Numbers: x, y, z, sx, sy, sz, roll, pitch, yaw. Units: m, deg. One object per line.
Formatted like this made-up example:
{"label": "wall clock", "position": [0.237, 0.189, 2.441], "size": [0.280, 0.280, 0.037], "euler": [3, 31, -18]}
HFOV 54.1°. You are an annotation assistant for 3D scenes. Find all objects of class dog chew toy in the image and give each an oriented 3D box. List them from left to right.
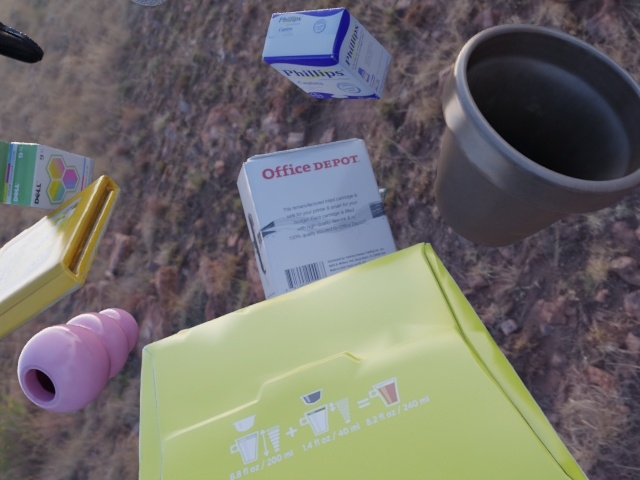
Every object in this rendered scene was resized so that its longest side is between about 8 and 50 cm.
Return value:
{"label": "dog chew toy", "position": [-0.573, 0.273, 1.545], "size": [0.207, 0.206, 0.332], "euler": [-50, -3, 27]}

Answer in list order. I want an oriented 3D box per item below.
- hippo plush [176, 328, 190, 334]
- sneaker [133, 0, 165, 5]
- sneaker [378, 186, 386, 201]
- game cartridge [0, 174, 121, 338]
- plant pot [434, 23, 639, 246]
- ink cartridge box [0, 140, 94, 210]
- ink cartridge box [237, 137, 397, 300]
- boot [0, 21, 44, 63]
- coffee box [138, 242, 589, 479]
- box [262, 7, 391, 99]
{"label": "hippo plush", "position": [-0.180, 0.326, 1.263], "size": [0.294, 0.234, 0.237], "euler": [-125, 34, -63]}
{"label": "sneaker", "position": [-0.367, -0.566, 1.141], "size": [0.102, 0.282, 0.161], "euler": [-21, 68, 11]}
{"label": "sneaker", "position": [0.048, -0.066, 1.128], "size": [0.076, 0.166, 0.065], "euler": [44, 143, 26]}
{"label": "game cartridge", "position": [-0.481, 0.051, 1.009], "size": [0.323, 0.053, 0.285], "euler": [-30, 30, 13]}
{"label": "plant pot", "position": [0.262, -0.109, 0.825], "size": [0.229, 0.263, 0.263], "euler": [110, 160, -56]}
{"label": "ink cartridge box", "position": [-0.497, -0.111, 1.114], "size": [0.062, 0.209, 0.109], "euler": [6, 88, 17]}
{"label": "ink cartridge box", "position": [0.000, 0.000, 0.969], "size": [0.114, 0.197, 0.273], "euler": [143, 113, -72]}
{"label": "boot", "position": [-0.488, -0.277, 0.932], "size": [0.045, 0.121, 0.099], "euler": [-24, 45, 43]}
{"label": "coffee box", "position": [0.042, 0.265, 0.624], "size": [0.337, 0.334, 0.338], "euler": [-21, 34, -1]}
{"label": "box", "position": [0.010, -0.258, 0.884], "size": [0.126, 0.137, 0.072], "euler": [10, 82, 36]}
